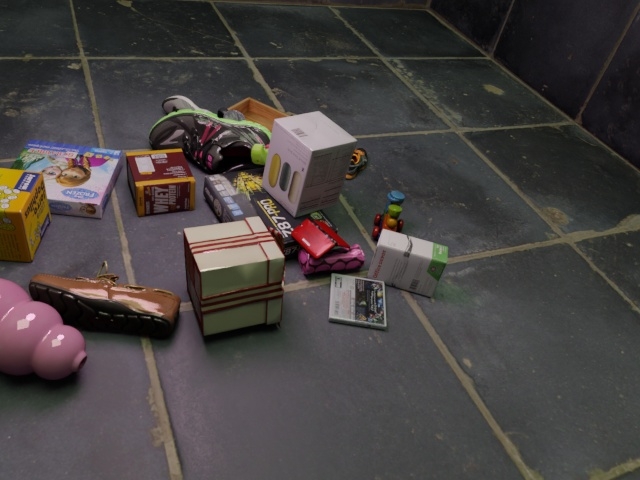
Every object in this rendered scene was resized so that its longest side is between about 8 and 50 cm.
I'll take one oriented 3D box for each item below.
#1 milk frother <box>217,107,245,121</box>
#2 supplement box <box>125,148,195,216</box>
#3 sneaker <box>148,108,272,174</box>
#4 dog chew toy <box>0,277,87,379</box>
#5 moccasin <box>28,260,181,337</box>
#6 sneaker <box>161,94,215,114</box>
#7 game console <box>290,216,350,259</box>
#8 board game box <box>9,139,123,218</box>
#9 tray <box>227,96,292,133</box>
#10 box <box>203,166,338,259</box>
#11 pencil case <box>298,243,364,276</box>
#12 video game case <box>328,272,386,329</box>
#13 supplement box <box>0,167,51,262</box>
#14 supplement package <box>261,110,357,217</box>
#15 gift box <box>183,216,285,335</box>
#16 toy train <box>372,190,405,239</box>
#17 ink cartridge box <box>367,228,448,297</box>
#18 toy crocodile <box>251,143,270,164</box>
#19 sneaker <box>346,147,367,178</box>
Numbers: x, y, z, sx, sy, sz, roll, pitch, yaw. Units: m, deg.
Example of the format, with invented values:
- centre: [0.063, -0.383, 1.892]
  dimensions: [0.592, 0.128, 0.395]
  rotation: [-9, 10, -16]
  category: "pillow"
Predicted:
- centre: [-0.384, -0.435, 2.145]
  dimensions: [0.129, 0.134, 0.143]
  rotation: [34, 61, 0]
  category: "milk frother"
- centre: [-0.544, -0.200, 1.850]
  dimensions: [0.192, 0.129, 0.194]
  rotation: [-9, 45, -24]
  category: "supplement box"
- centre: [-0.413, -0.355, 2.020]
  dimensions: [0.484, 0.185, 0.202]
  rotation: [5, 52, 5]
  category: "sneaker"
- centre: [-0.713, 0.223, 1.284]
  dimensions: [0.332, 0.206, 0.206]
  rotation: [25, 41, 1]
  category: "dog chew toy"
- centre: [-0.565, 0.148, 1.442]
  dimensions: [0.381, 0.139, 0.146]
  rotation: [8, 40, -6]
  category: "moccasin"
- centre: [-0.546, -0.511, 2.229]
  dimensions: [0.272, 0.100, 0.108]
  rotation: [27, 48, 16]
  category: "sneaker"
- centre: [0.000, 0.000, 1.714]
  dimensions: [0.124, 0.085, 0.144]
  rotation: [-39, 56, -11]
  category: "game console"
- centre: [-0.862, -0.212, 1.827]
  dimensions: [0.319, 0.065, 0.317]
  rotation: [5, 41, -9]
  category: "board game box"
- centre: [-0.196, -0.466, 2.289]
  dimensions: [0.411, 0.076, 0.203]
  rotation: [27, 43, 17]
  category: "tray"
- centre: [-0.177, -0.097, 1.853]
  dimensions: [0.319, 0.097, 0.395]
  rotation: [-15, 49, -29]
  category: "box"
- centre: [0.039, 0.059, 1.736]
  dimensions: [0.210, 0.098, 0.095]
  rotation: [-7, 65, -21]
  category: "pencil case"
- centre: [0.114, 0.185, 1.671]
  dimensions: [0.173, 0.022, 0.190]
  rotation: [9, 40, -4]
  category: "video game case"
- centre: [-0.995, -0.084, 1.548]
  dimensions: [0.357, 0.195, 0.194]
  rotation: [5, 41, -10]
  category: "supplement box"
- centre: [-0.044, -0.254, 1.801]
  dimensions: [0.198, 0.262, 0.199]
  rotation: [-21, 52, -38]
  category: "supplement package"
- centre: [-0.220, 0.110, 1.498]
  dimensions: [0.258, 0.255, 0.276]
  rotation: [-10, 40, -22]
  category: "gift box"
- centre: [0.243, -0.058, 1.873]
  dimensions: [0.105, 0.143, 0.248]
  rotation: [14, 35, 2]
  category: "toy train"
- centre: [0.276, 0.072, 1.736]
  dimensions: [0.220, 0.160, 0.092]
  rotation: [17, 40, 3]
  category: "ink cartridge box"
- centre: [-0.107, -0.336, 1.968]
  dimensions: [0.341, 0.105, 0.115]
  rotation: [-25, 31, -34]
  category: "toy crocodile"
- centre: [0.145, -0.332, 2.219]
  dimensions: [0.084, 0.083, 0.214]
  rotation: [20, 40, 10]
  category: "sneaker"
